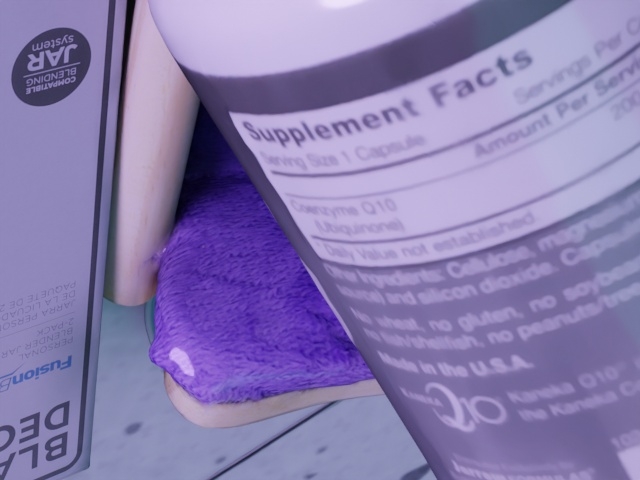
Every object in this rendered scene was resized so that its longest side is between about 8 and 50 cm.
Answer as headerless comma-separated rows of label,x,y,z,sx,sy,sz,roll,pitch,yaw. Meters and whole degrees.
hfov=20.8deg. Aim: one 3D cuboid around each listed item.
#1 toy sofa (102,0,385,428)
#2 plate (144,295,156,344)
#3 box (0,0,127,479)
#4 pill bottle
toy sofa,0.095,-0.053,0.661,0.363,0.177,0.150,-2,134,-20
plate,0.000,0.000,0.823,0.188,0.024,0.188,-21,141,-18
box,-0.154,-0.030,0.558,0.169,0.087,0.290,-18,133,-37
pill bottle,0.052,-0.051,0.489,0.161,0.161,0.283,-32,116,-2
